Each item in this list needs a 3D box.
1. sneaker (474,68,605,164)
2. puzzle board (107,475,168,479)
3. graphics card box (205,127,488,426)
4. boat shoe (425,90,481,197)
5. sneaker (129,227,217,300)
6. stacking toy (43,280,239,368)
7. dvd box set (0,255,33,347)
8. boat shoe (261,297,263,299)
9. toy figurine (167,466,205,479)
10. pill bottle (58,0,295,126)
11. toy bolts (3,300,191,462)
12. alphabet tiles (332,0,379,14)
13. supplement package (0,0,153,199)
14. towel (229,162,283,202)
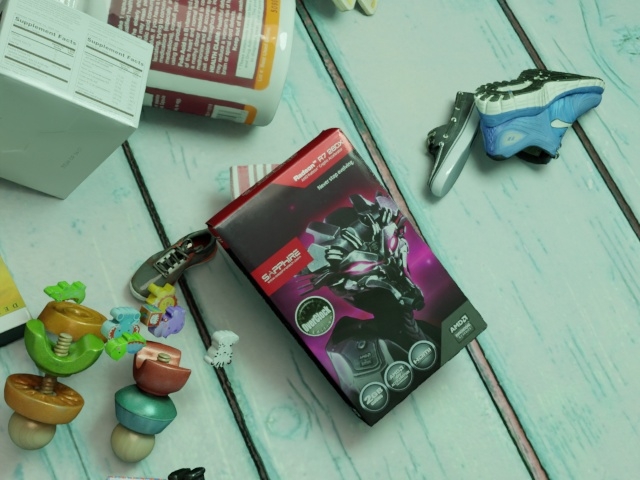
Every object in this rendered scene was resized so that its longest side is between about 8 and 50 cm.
[{"bbox_3d":[0.383,-0.217,1.692,0.330,0.147,0.129,-20,28,-39],"label":"sneaker"},{"bbox_3d":[-0.226,0.368,1.289,0.128,0.011,0.096,6,63,-12],"label":"puzzle board"},{"bbox_3d":[0.039,0.052,1.379,0.232,0.094,0.371,-38,99,-10],"label":"graphics card box"},{"bbox_3d":[0.220,-0.173,1.644,0.076,0.080,0.229,21,63,15],"label":"boat shoe"},{"bbox_3d":[-0.218,0.026,1.424,0.061,0.065,0.158,46,62,8],"label":"sneaker"},{"bbox_3d":[-0.238,0.113,1.289,0.167,0.052,0.221,31,16,38],"label":"stacking toy"},{"bbox_3d":[-0.625,0.005,1.320,0.307,0.062,0.420,-24,73,-24],"label":"dvd box set"},{"bbox_3d":[0.000,0.000,1.491,0.254,0.079,0.095,-37,73,-29],"label":"boat shoe"},{"bbox_3d":[-0.202,0.382,1.169,0.209,0.213,0.148,-12,91,-20],"label":"toy figurine"},{"bbox_3d":[-0.251,-0.319,1.492,0.392,0.224,0.224,10,63,-12],"label":"pill bottle"},{"bbox_3d":[-0.306,0.199,1.295,0.228,0.218,0.159,19,97,-17],"label":"toy bolts"},{"bbox_3d":[0.050,-0.549,1.698,0.278,0.021,0.284,47,50,-42],"label":"alphabet tiles"},{"bbox_3d":[-0.390,-0.197,1.342,0.204,0.262,0.145,21,58,-29],"label":"supplement package"},{"bbox_3d":[-0.037,-0.051,1.455,0.197,0.029,0.144,-3,62,-11],"label":"towel"}]
